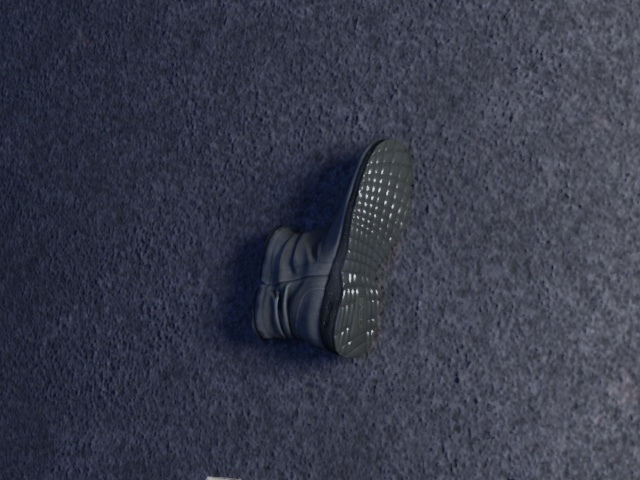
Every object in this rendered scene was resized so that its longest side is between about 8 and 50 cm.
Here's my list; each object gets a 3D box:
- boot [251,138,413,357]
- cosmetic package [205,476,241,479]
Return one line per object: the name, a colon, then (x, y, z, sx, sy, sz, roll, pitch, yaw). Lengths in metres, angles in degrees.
boot: (0.000, 0.000, 1.501, 0.161, 0.083, 0.247, 13, 87, 45)
cosmetic package: (-0.123, 0.322, 1.534, 0.041, 0.060, 0.115, 39, 103, 38)
